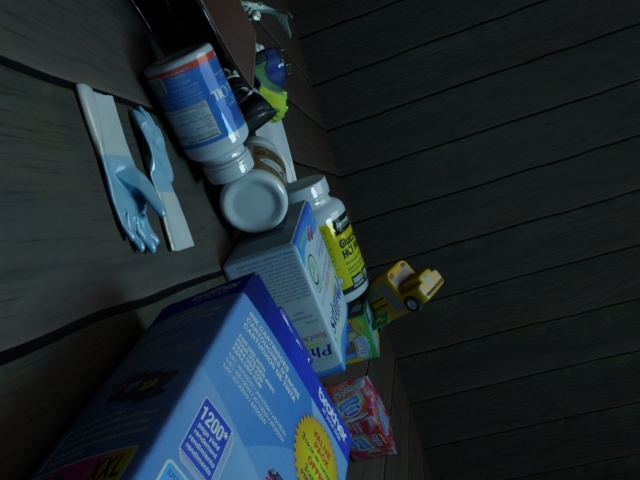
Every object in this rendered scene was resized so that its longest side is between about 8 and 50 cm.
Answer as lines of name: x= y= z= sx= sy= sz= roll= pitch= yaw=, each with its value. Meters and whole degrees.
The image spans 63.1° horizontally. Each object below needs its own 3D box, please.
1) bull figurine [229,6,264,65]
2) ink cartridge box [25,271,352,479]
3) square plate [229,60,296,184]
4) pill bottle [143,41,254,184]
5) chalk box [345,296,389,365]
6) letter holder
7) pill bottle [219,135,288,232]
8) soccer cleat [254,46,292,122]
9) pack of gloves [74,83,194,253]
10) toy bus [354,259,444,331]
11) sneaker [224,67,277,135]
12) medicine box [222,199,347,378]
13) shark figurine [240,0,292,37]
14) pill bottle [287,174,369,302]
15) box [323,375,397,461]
bull figurine: x=-0.222 y=-0.512 z=1.160 sx=0.188 sy=0.101 sz=0.310 roll=26 pitch=-14 yaw=50
ink cartridge box: x=-0.097 y=0.220 z=0.540 sx=0.270 sy=0.151 sz=0.395 roll=62 pitch=18 yaw=-18
square plate: x=-0.161 y=-0.319 z=1.476 sx=0.347 sy=0.049 sz=0.344 roll=23 pitch=51 yaw=-76
pill bottle: x=-0.200 y=-0.215 z=0.910 sx=0.124 sy=0.124 sz=0.222 roll=-89 pitch=160 yaw=-58
chalk box: x=0.089 y=0.247 z=1.426 sx=0.132 sy=0.212 sz=0.132 roll=-66 pitch=139 yaw=-72
letter holder: x=-0.244 y=-0.415 z=0.934 sx=0.302 sy=0.151 sz=0.215 roll=60 pitch=19 yaw=-51
pill bottle: x=-0.134 y=-0.126 z=1.075 sx=0.229 sy=0.131 sz=0.131 roll=-99 pitch=168 yaw=-57
soccer cleat: x=-0.141 y=-0.375 z=1.296 sx=0.289 sy=0.121 sz=0.094 roll=113 pitch=-45 yaw=-75
pack of gloves: x=-0.239 y=-0.097 z=0.744 sx=0.195 sy=0.046 sz=0.232 roll=-25 pitch=98 yaw=-78
toy bus: x=0.192 y=0.161 z=1.487 sx=0.130 sy=0.332 sz=0.108 roll=52 pitch=49 yaw=3
sneaker: x=-0.184 y=-0.291 z=1.103 sx=0.146 sy=0.122 sz=0.330 roll=56 pitch=-3 yaw=-20
medicine box: x=-0.056 y=0.102 z=1.091 sx=0.263 sy=0.149 sz=0.290 roll=-80 pitch=150 yaw=-68
shark figurine: x=-0.214 y=-0.581 z=1.395 sx=0.166 sy=0.278 sz=0.116 roll=47 pitch=-37 yaw=15
pill bottle: x=0.000 y=0.000 z=1.427 sx=0.188 sy=0.187 sz=0.334 roll=-79 pitch=150 yaw=-68
box: x=0.108 y=0.483 z=1.394 sx=0.257 sy=0.128 sz=0.123 roll=63 pitch=15 yaw=-45
